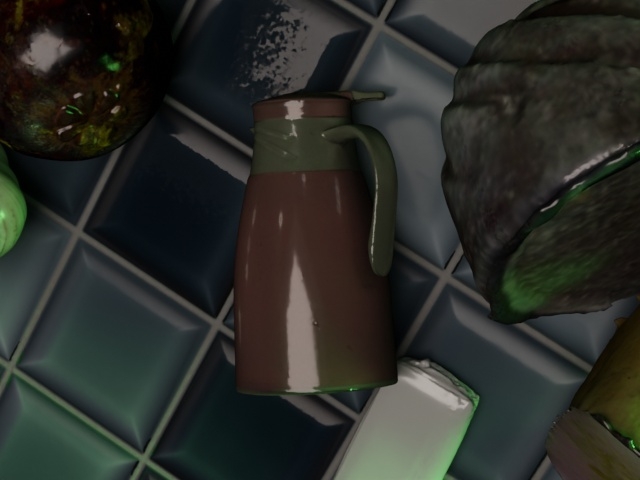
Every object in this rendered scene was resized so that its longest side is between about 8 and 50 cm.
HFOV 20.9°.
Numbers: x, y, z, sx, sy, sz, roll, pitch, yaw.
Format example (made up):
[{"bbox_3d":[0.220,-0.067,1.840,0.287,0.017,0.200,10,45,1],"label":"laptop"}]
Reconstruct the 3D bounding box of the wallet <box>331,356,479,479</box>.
[{"bbox_3d":[0.074,0.197,1.611,0.095,0.033,0.190,27,110,11],"label":"wallet"}]

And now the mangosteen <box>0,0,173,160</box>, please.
[{"bbox_3d":[-0.238,-0.181,1.576,0.192,0.192,0.217,-46,53,22],"label":"mangosteen"}]

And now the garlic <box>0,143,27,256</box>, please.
[{"bbox_3d":[-0.388,-0.005,1.678,0.199,0.199,0.226,25,138,13],"label":"garlic"}]

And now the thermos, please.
[{"bbox_3d":[0.000,0.000,1.535,0.176,0.146,0.265,0,93,45],"label":"thermos"}]

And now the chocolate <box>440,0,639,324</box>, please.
[{"bbox_3d":[0.223,-0.096,1.378,0.303,0.303,0.213,-37,63,23],"label":"chocolate"}]

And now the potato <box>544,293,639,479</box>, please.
[{"bbox_3d":[0.335,0.123,1.413,0.266,0.229,0.229,-42,85,-11],"label":"potato"}]
